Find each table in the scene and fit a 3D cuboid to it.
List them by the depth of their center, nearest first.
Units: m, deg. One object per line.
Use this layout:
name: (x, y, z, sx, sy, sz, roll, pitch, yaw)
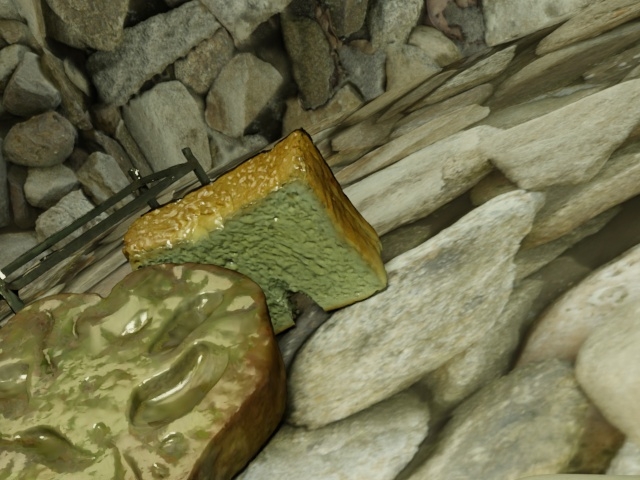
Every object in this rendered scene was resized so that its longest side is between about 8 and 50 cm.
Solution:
table: (-0.289, 0.073, 1.160, 0.335, 0.272, 0.222, -41, 19, -31)

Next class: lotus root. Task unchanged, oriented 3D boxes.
lotus root: (-0.218, 0.181, 0.839, 0.390, 0.111, 0.375, -22, 41, -11)

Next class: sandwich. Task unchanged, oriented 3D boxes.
sandwich: (-0.074, 0.016, 1.013, 0.273, 0.249, 0.095, -25, 40, 20)

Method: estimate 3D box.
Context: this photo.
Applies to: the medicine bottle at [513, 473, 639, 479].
medicine bottle: (0.171, 0.193, 0.248, 0.375, 0.123, 0.282, -14, 23, 45)
